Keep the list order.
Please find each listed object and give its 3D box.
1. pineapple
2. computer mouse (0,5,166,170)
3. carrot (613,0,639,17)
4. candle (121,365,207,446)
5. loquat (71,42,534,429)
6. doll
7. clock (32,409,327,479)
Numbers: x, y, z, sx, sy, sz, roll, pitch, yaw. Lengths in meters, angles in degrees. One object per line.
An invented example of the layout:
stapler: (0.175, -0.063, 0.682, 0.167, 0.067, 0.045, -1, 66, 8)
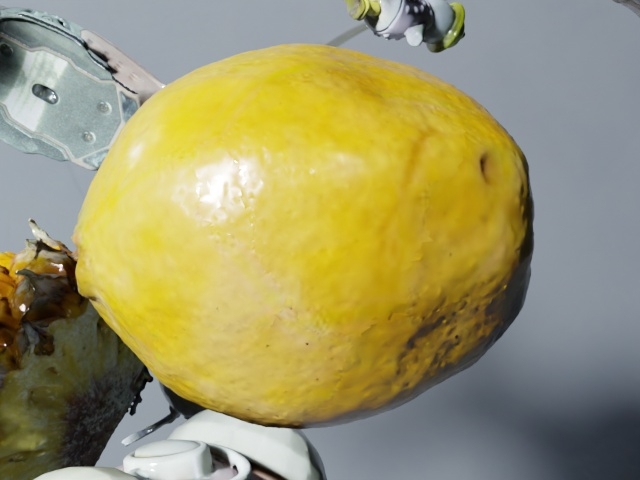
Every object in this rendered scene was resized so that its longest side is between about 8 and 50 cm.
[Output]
pineapple: (-0.336, 0.106, 1.121, 0.344, 0.286, 0.209, -61, 143, -12)
computer mouse: (-0.329, -0.204, 1.645, 0.389, 0.115, 0.199, 30, 124, -11)
carrot: (0.104, -0.251, 0.512, 0.340, 0.241, 0.241, 32, 86, -14)
candle: (-0.123, 0.123, 1.443, 0.187, 0.187, 0.330, 31, 84, -16)
loquat: (0.000, 0.000, 0.569, 0.234, 0.187, 0.176, -2, 76, -19)
doll: (0.117, -0.296, 1.560, 0.207, 0.129, 0.081, 10, 135, -40)
clock: (-0.108, 0.303, 0.882, 0.184, 0.342, 0.326, -3, 93, 22)
